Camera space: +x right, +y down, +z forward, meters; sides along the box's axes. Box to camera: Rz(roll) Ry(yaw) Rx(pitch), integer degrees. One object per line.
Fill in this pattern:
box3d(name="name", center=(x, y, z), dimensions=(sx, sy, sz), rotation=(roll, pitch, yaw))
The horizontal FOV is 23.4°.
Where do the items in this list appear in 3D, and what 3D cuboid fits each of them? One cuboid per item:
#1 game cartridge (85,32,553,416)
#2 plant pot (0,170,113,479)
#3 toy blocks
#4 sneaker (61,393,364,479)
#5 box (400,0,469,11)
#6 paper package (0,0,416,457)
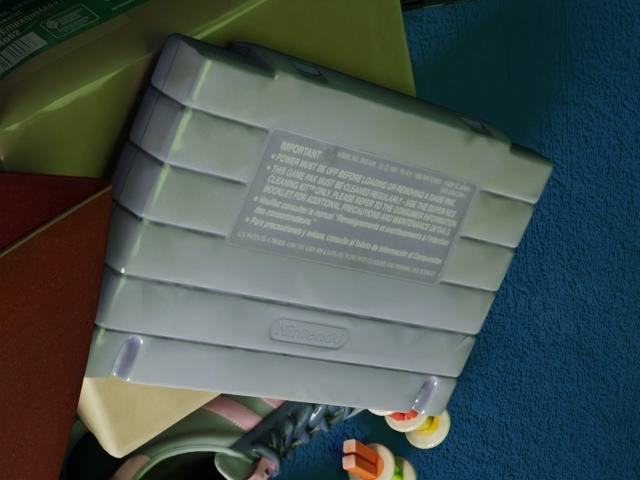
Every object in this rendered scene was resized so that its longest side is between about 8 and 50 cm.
box3d(name="game cartridge", center=(0.000, 0.000, 1.070), dimensions=(0.355, 0.068, 0.230), rotation=(13, 100, -45))
box3d(name="plant pot", center=(-0.279, 0.101, 0.842), dimensions=(0.267, 0.267, 0.236), rotation=(-47, 140, -70))
box3d(name="toy blocks", center=(0.060, 0.190, 1.548), dimensions=(0.123, 0.054, 0.148), rotation=(-58, 141, -8))
box3d(name="sneaker", center=(-0.050, 0.164, 1.276), dimensions=(0.319, 0.131, 0.112), rotation=(-21, 130, -16))
box3d(name="box", center=(0.126, -0.397, 1.264), dimensions=(0.318, 0.097, 0.395), rotation=(-14, 121, -41))
box3d(name="paper package", center=(-0.095, -0.062, 1.111), dimensions=(0.325, 0.168, 0.309), rotation=(-32, 131, -24))
